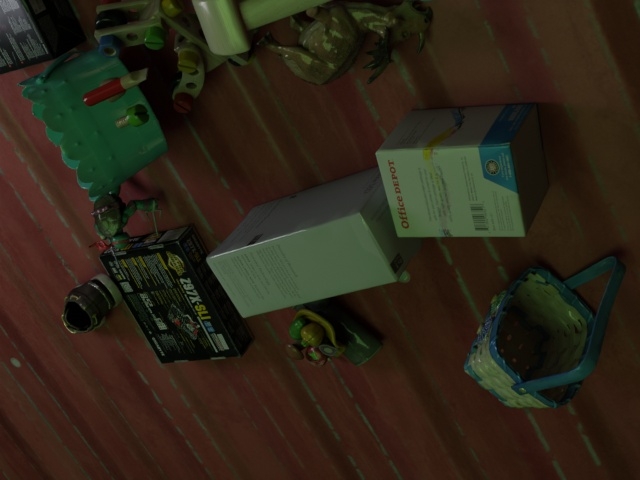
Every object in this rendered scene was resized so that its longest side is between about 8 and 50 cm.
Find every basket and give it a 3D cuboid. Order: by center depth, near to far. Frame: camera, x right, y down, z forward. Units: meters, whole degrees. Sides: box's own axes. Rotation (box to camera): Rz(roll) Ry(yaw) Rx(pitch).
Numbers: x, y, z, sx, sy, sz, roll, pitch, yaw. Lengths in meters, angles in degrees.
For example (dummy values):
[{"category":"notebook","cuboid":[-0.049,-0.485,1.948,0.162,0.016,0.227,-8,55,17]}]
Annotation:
[{"category":"basket","cuboid":[0.398,0.168,1.598,0.201,0.255,0.289,42,142,-13]}]

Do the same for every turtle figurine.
[{"category":"turtle figurine","cuboid":[-0.437,-0.067,1.965,0.175,0.118,0.234,-16,88,19]}]

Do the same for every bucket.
[{"category":"bucket","cuboid":[-0.433,-0.231,1.758,0.281,0.183,0.281,53,166,19]}]

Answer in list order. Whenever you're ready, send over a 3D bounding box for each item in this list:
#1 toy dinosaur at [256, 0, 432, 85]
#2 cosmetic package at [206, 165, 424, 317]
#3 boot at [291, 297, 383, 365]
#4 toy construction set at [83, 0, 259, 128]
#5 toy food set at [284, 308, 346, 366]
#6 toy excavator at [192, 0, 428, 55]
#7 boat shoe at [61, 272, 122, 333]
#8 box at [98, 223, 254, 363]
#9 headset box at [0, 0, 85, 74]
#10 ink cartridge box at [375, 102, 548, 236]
[{"category":"toy dinosaur","cuboid":[0.026,-0.328,1.546,0.200,0.127,0.296,44,138,-14]},{"category":"cosmetic package","cuboid":[0.000,0.000,1.730,0.385,0.217,0.156,-19,112,36]},{"category":"boot","cuboid":[0.046,0.162,1.912,0.208,0.076,0.189,46,147,2]},{"category":"toy construction set","cuboid":[-0.248,-0.338,1.585,0.237,0.309,0.257,-16,121,31]},{"category":"toy food set","cuboid":[-0.023,0.224,1.934,0.128,0.071,0.218,39,158,5]},{"category":"toy excavator","cuboid":[0.095,-0.402,1.228,0.433,0.445,0.222,-2,120,30]},{"category":"boat shoe","cuboid":[-0.576,0.170,2.211,0.116,0.097,0.324,52,147,-5]},{"category":"box","cuboid":[-0.332,0.133,2.104,0.257,0.079,0.322,-11,116,33]},{"category":"headset box","cuboid":[-0.652,-0.454,1.839,0.293,0.110,0.218,-7,118,33]},{"category":"ink cartridge box","cuboid":[0.242,-0.118,1.536,0.233,0.168,0.171,1,122,29]}]
